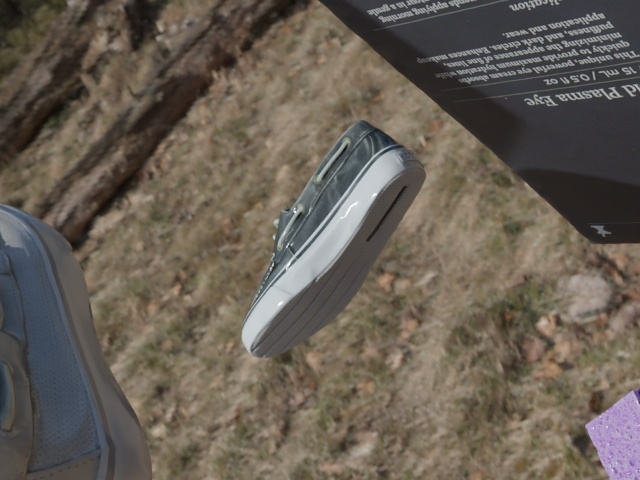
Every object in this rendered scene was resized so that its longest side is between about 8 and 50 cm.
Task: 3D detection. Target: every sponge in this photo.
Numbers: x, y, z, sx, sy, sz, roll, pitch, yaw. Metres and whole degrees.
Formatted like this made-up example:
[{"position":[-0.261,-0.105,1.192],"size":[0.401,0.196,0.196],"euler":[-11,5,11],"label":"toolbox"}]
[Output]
[{"position":[0.395,0.292,1.264],"size":[0.031,0.117,0.210],"euler":[-9,65,-25],"label":"sponge"}]

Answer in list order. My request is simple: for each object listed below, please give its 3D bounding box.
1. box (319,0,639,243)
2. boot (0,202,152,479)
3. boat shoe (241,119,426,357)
[{"position":[0.230,-0.147,0.588],"size":[0.343,0.312,0.179],"euler":[-1,61,49],"label":"box"},{"position":[-0.160,0.028,0.422],"size":[0.095,0.123,0.258],"euler":[-51,38,0],"label":"boot"},{"position":[0.000,0.000,1.327],"size":[0.335,0.121,0.119],"euler":[-52,56,19],"label":"boat shoe"}]
